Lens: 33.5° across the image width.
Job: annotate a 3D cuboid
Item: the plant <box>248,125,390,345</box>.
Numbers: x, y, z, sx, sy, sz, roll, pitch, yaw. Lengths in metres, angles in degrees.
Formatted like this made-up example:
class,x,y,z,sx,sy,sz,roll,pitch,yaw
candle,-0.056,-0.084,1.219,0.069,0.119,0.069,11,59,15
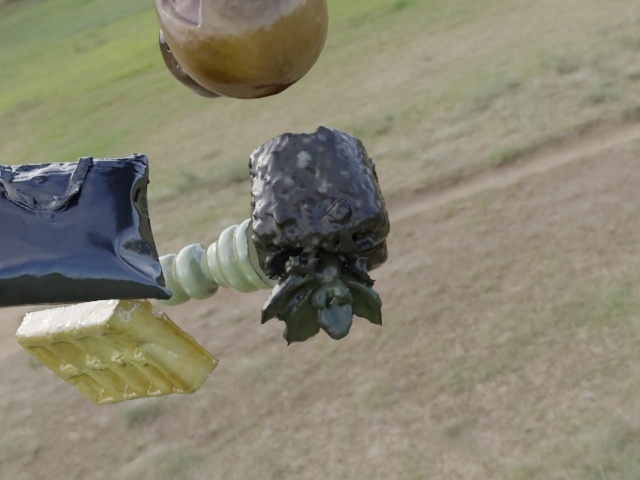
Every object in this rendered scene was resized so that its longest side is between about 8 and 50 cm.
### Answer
class,x,y,z,sx,sy,sz,roll,pitch,yaw
plant,0.000,0.000,1.641,0.215,0.213,0.312,-5,57,2

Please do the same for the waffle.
class,x,y,z,sx,sy,sz,roll,pitch,yaw
waffle,-0.280,0.148,1.422,0.274,0.168,0.057,-13,42,44

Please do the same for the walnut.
class,x,y,z,sx,sy,sz,roll,pitch,yaw
walnut,-0.105,-0.298,1.291,0.203,0.203,0.297,-22,57,-1

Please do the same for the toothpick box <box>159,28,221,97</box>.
class,x,y,z,sx,sy,sz,roll,pitch,yaw
toothpick box,-0.147,-0.378,1.896,0.294,0.192,0.192,-34,21,-34

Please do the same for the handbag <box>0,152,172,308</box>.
class,x,y,z,sx,sy,sz,roll,pitch,yaw
handbag,-0.311,-0.015,1.235,0.254,0.088,0.211,-3,57,-16

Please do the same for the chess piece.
class,x,y,z,sx,sy,sz,roll,pitch,yaw
chess piece,-0.198,0.048,1.876,0.243,0.133,0.133,-15,18,23
